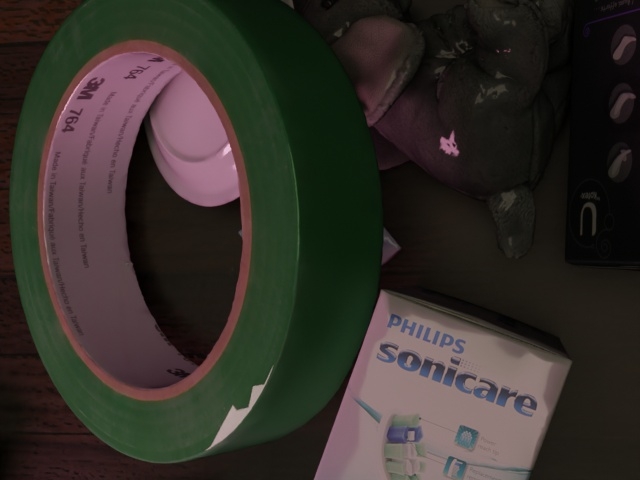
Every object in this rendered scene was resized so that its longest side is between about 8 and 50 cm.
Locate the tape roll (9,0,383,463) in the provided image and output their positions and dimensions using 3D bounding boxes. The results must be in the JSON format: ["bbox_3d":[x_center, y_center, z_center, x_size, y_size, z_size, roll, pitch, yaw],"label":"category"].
[{"bbox_3d":[-0.097,-0.014,0.832,0.321,0.077,0.321,4,96,45],"label":"tape roll"}]

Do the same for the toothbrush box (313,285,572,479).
[{"bbox_3d":[0.059,0.186,0.817,0.126,0.216,0.296,21,93,9],"label":"toothbrush box"}]

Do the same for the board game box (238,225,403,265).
[{"bbox_3d":[0.000,0.000,0.930,0.090,0.020,0.090,-40,83,7],"label":"board game box"}]

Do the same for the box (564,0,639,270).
[{"bbox_3d":[0.268,-0.112,0.795,0.165,0.143,0.270,4,88,-25],"label":"box"}]

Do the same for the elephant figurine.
[{"bbox_3d":[0.052,-0.123,0.875,0.239,0.186,0.169,9,134,20],"label":"elephant figurine"}]

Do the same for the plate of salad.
[{"bbox_3d":[-0.072,-0.124,0.896,0.200,0.048,0.200,-2,87,50],"label":"plate of salad"}]
